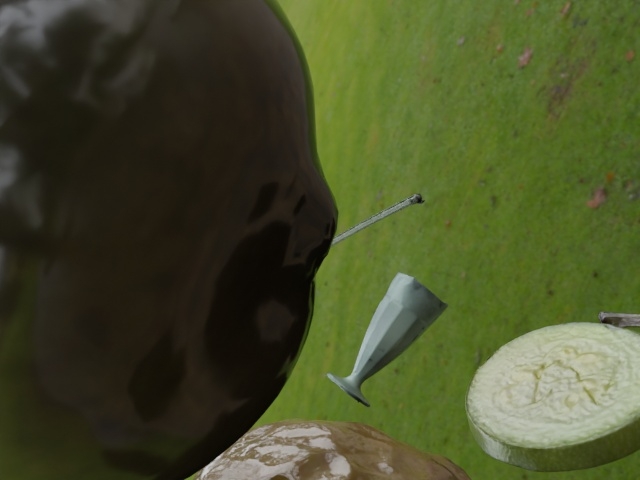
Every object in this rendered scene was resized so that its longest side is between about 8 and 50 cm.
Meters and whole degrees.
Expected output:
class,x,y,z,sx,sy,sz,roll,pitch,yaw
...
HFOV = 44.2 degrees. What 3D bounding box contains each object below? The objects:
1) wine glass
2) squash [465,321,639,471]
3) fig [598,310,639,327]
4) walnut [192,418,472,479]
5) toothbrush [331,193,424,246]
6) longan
class,x,y,z,sx,sy,sz,roll,pitch,yaw
wine glass,0.077,0.117,0.938,0.155,0.073,0.073,-53,12,-2
squash,0.298,0.184,0.971,0.252,0.251,0.049,-100,-9,-68
fig,0.502,0.094,1.075,0.321,0.216,0.217,-8,61,68
walnut,0.022,0.350,0.786,0.383,0.383,0.384,-159,90,-78
toothbrush,0.003,0.005,0.848,0.294,0.028,0.026,-22,10,45
longan,-0.151,-0.015,0.473,0.361,0.360,0.361,-159,90,-78
